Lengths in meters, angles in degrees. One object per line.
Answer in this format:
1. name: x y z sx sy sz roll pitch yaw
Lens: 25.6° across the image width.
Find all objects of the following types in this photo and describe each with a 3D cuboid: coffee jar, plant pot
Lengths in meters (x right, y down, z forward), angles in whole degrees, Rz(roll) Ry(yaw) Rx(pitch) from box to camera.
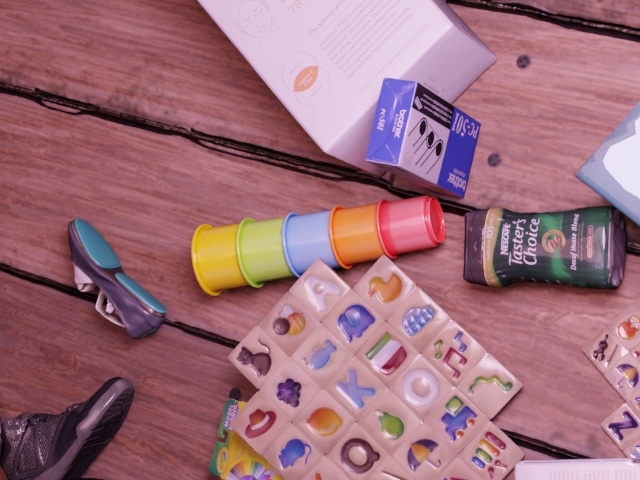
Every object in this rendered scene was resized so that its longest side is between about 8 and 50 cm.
1. coffee jar: 0.255 0.008 1.627 0.184 0.079 0.096 -1 84 26
2. plant pot: 0.430 -0.049 1.512 0.234 0.165 0.166 44 101 19

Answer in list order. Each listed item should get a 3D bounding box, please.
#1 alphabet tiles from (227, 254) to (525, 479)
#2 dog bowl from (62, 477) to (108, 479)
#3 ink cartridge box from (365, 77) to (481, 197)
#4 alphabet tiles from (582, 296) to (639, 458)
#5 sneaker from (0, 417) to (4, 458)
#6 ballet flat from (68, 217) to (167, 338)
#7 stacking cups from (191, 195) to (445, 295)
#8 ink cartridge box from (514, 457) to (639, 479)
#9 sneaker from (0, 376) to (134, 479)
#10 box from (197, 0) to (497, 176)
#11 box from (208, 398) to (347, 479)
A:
1. alphabet tiles: 0.063 0.197 1.685 0.342 0.011 0.285 43 99 12
2. dog bowl: -0.316 0.511 1.749 0.408 0.150 0.408 1 91 21
3. ink cartridge box: 0.123 -0.116 1.639 0.046 0.207 0.097 12 87 27
4. alphabet tiles: 0.410 0.171 1.566 0.198 0.009 0.237 -44 66 14
5. sneaker: -0.509 0.328 1.938 0.084 0.097 0.235 13 88 27
6. ballet flat: -0.290 0.057 1.892 0.203 0.074 0.074 45 102 22
7. stacking cups: 0.000 0.000 1.759 0.316 0.096 0.096 -10 77 19
8. ink cartridge box: 0.349 0.385 1.524 0.261 0.066 0.296 -6 82 26
9. sneaker: -0.350 0.248 1.879 0.130 0.087 0.227 44 107 18
10. box: 0.014 -0.283 1.742 0.215 0.168 0.345 -44 67 14
11. box: -0.050 0.268 1.756 0.179 0.043 0.105 15 89 25
